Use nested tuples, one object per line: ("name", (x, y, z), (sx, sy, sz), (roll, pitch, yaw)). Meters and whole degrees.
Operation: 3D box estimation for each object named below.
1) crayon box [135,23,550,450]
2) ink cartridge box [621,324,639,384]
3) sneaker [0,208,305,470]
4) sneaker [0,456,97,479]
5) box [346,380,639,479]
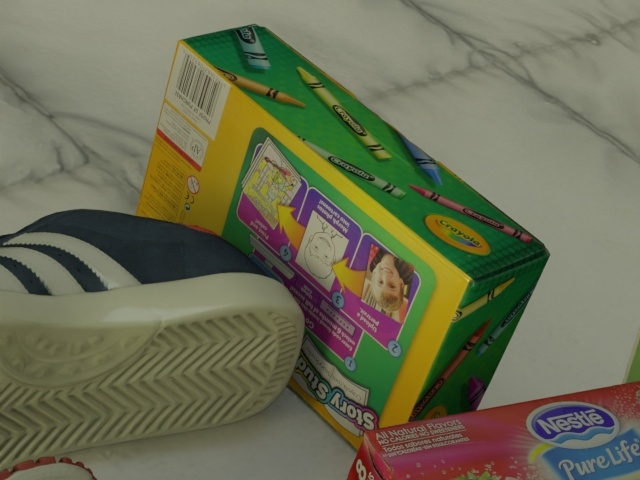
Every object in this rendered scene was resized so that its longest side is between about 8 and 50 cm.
("crayon box", (0.000, 0.000, 0.912), (0.081, 0.165, 0.278), (-19, 50, -43))
("ink cartridge box", (0.286, 0.141, 0.847), (0.056, 0.171, 0.235), (-21, 49, -24))
("sneaker", (-0.188, 0.046, 0.807), (0.350, 0.131, 0.148), (1, 31, -34))
("sneaker", (-0.173, 0.187, 0.659), (0.093, 0.088, 0.225), (45, 38, 2))
("box", (0.138, 0.171, 0.773), (0.256, 0.128, 0.123), (-6, 41, -31))
